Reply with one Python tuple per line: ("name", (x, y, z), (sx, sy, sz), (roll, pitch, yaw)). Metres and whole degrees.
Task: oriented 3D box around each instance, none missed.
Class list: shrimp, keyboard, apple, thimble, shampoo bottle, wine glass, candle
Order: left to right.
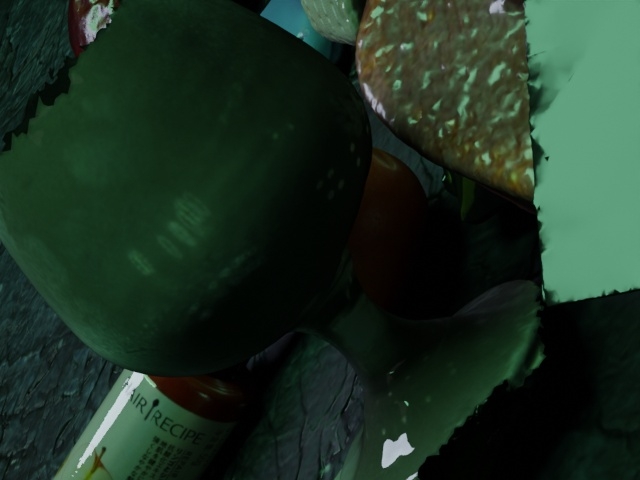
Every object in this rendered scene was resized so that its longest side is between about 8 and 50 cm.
("shampoo bottle", (-0.125, 0.143, 1.387), (0.278, 0.104, 0.104), (-56, 26, 18))
("wine glass", (-0.042, 0.004, 1.016), (0.238, 0.323, 0.238), (-47, 9, 10))
("apple", (0.000, 0.000, 1.217), (0.163, 0.163, 0.139), (-1, 76, 63))
("thimble", (0.043, -0.220, 1.401), (0.090, 0.102, 0.115), (-167, 72, -64))
("shrimp", (0.067, 0.142, 1.087), (0.217, 0.051, 0.150), (-57, 18, 14))
("candle", (0.155, -0.123, 1.003), (0.317, 0.131, 0.287), (-30, 52, 37))
("keyboard", (0.148, -0.064, 0.912), (0.074, 0.015, 0.196), (-11, 73, 32))

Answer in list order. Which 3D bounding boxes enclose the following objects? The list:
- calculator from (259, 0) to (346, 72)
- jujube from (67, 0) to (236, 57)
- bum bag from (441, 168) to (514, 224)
("calculator", (-0.066, -0.123, 1.581), (0.293, 0.051, 0.173), (-51, 27, 26))
("jujube", (-0.172, -0.262, 1.769), (0.183, 0.183, 0.243), (-11, 63, 60))
("bum bag", (0.114, -0.092, 1.189), (0.107, 0.060, 0.232), (-51, 28, 23))
